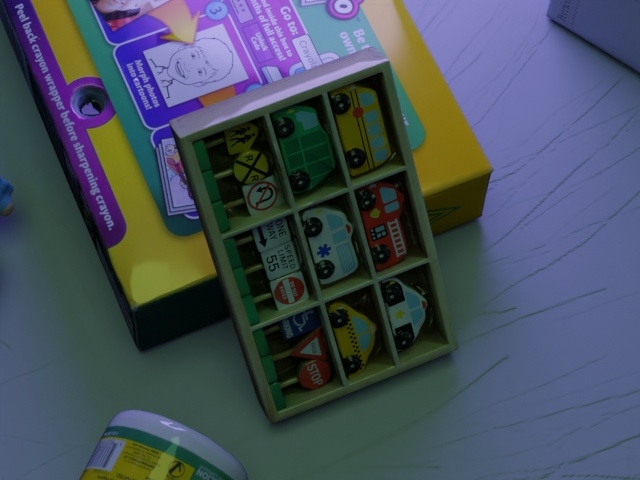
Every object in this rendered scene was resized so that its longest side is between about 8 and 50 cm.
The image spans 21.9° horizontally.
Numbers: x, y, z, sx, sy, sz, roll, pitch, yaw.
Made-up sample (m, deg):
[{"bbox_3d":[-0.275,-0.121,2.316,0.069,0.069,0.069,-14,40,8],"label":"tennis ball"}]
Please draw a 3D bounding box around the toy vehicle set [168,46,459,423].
[{"bbox_3d":[0.000,0.000,1.269,0.166,0.267,0.035,-22,31,-10],"label":"toy vehicle set"}]

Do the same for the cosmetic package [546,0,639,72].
[{"bbox_3d":[0.328,-0.234,1.385,0.225,0.224,0.138,35,70,14],"label":"cosmetic package"}]

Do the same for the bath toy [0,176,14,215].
[{"bbox_3d":[-0.369,0.073,1.290,0.151,0.129,0.348,-3,59,35],"label":"bath toy"}]

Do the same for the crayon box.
[{"bbox_3d":[-0.075,-0.133,1.399,0.313,0.106,0.363,-21,68,-11],"label":"crayon box"}]

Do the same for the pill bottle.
[{"bbox_3d":[-0.146,0.241,1.220,0.117,0.117,0.208,23,67,9],"label":"pill bottle"}]
